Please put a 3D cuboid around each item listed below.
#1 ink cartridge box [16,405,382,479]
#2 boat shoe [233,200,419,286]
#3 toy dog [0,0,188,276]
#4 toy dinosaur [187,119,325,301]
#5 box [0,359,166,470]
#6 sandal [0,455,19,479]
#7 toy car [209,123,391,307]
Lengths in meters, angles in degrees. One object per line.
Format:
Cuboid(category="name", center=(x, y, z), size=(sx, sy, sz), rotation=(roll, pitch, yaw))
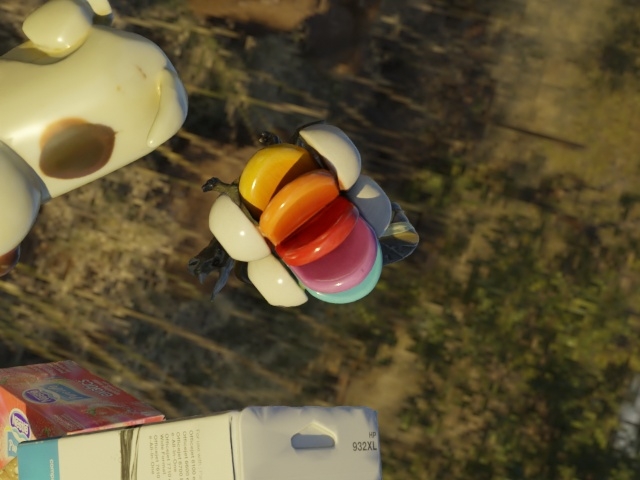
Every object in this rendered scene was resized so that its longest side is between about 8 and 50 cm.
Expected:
Cuboid(category="ink cartridge box", center=(-0.121, 0.247, 1.352), size=(0.223, 0.307, 0.129), rotation=(8, 73, -50))
Cuboid(category="boat shoe", center=(0.001, -0.001, 1.549), size=(0.080, 0.223, 0.073), rotation=(101, -26, -50))
Cuboid(category="toy dog", center=(-0.406, -0.132, 1.890), size=(0.408, 0.395, 0.284), rotation=(-43, 147, -17))
Cuboid(category="toy dinosaur", center=(-0.075, -0.060, 2.021), size=(0.313, 0.160, 0.121), rotation=(-39, 162, 20))
Cuboid(category="box", center=(-0.335, 0.272, 1.784), size=(0.142, 0.300, 0.154), rotation=(-4, 103, -35))
Cuboid(category="sandal", center=(-0.386, 0.309, 1.447), size=(0.240, 0.088, 0.079), rotation=(-47, 148, -7))
Cuboid(category="toy car", center=(-0.002, -0.008, 1.287), size=(0.159, 0.136, 0.182), rotation=(-40, 134, -5))
